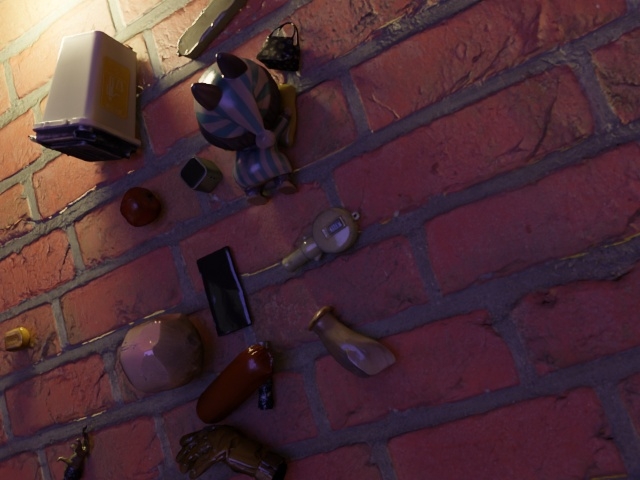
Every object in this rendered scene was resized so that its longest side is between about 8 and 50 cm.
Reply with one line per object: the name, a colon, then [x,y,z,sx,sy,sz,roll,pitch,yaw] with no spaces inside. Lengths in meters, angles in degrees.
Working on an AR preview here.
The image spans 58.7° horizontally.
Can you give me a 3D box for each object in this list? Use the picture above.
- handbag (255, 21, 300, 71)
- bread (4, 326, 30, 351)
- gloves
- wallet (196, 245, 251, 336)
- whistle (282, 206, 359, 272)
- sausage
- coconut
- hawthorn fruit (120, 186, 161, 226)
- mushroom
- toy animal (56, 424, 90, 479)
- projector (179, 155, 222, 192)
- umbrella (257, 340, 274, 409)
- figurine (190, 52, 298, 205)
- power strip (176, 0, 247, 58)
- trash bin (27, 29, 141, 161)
handbag: [-0.103,-0.551,1.605,0.115,0.072,0.139,12,80,27]
bread: [-1.070,0.352,2.023,0.115,0.056,0.082,-21,75,28]
gloves: [-0.251,0.590,1.566,0.331,0.154,0.141,12,108,20]
wallet: [-0.281,0.149,1.670,0.124,0.025,0.244,-25,76,23]
whistle: [0.000,0.000,1.522,0.258,0.067,0.126,-36,72,22]
sausage: [-0.243,0.404,1.568,0.348,0.094,0.097,-48,65,33]
coconut: [-0.446,0.322,1.634,0.230,0.227,0.227,-21,78,29]
hawthorn fruit: [-0.562,-0.102,1.772,0.128,0.128,0.128,-1,87,26]
mushroom: [0.071,0.270,1.459,0.247,0.096,0.108,34,127,26]
toy animal: [-0.807,0.698,1.876,0.086,0.069,0.220,21,102,4]
projector: [-0.355,-0.195,1.692,0.083,0.082,0.083,-48,69,15]
umbrella: [-0.154,0.376,1.584,0.046,0.050,0.189,-1,84,-3]
figurine: [-0.236,-0.303,1.480,0.266,0.377,0.362,-19,78,24]
power strip: [-0.334,-0.660,1.724,0.286,0.048,0.080,-43,69,18]
trash bin: [-0.737,-0.449,1.810,0.295,0.255,0.368,-1,81,27]
